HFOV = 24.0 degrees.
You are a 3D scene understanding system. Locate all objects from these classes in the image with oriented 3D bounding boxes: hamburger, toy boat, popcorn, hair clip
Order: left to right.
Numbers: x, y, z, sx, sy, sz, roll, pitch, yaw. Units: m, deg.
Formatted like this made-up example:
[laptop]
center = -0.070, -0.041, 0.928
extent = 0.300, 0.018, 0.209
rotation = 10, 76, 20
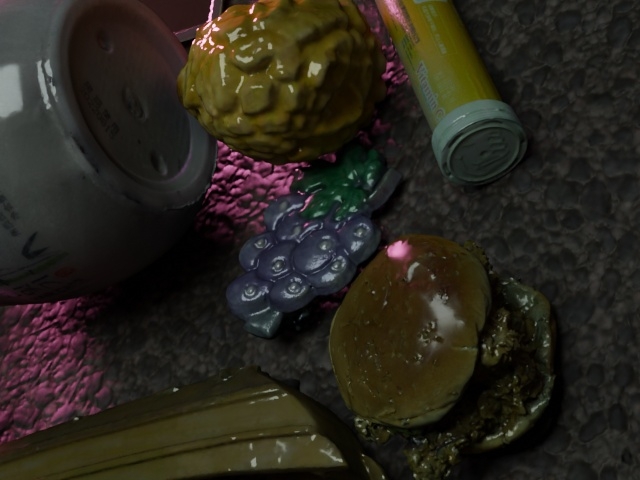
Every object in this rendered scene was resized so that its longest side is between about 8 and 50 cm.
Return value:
[toy boat]
center = -0.156, 0.214, 1.185
extent = 0.446, 0.136, 0.162
rotation = -20, 59, 26
[popcorn]
center = -0.034, -0.145, 1.281
extent = 0.180, 0.170, 0.180
rotation = 4, 64, -8
[hair clip]
center = 0.000, 0.001, 1.254
extent = 0.124, 0.052, 0.195
rotation = 14, 66, 35
[hamburger]
center = 0.081, 0.087, 1.077
extent = 0.159, 0.131, 0.184
rotation = -14, 61, 35

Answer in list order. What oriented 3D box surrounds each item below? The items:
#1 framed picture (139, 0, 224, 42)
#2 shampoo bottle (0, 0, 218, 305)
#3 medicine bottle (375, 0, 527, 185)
[framed picture]
center = -0.167, -0.292, 1.562
extent = 0.197, 0.014, 0.252
rotation = -13, 58, 31
[shampoo bottle]
center = -0.252, -0.079, 1.326
extent = 0.266, 0.273, 0.273
rotation = -24, 53, 32
[medicine bottle]
center = 0.101, -0.146, 1.239
extent = 0.074, 0.074, 0.218
rotation = -34, 47, 17
